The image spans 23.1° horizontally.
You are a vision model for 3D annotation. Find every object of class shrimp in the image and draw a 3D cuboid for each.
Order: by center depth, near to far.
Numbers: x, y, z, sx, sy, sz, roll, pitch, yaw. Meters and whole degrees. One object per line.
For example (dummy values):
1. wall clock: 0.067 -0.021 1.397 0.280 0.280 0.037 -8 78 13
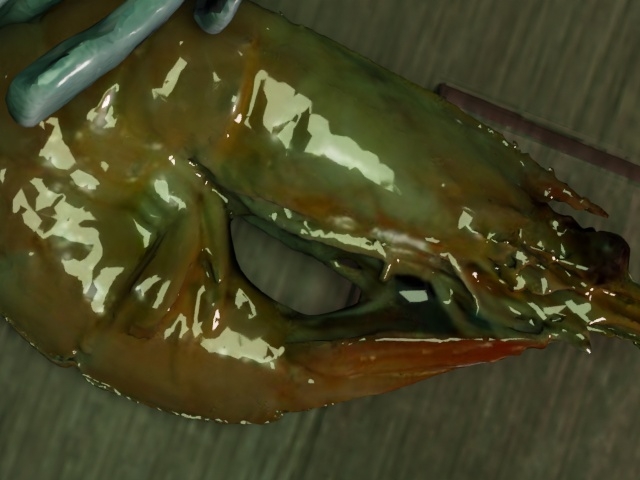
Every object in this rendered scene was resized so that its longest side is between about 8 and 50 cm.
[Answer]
1. shrimp: 0.000 0.000 0.547 0.267 0.061 0.145 17 88 -12

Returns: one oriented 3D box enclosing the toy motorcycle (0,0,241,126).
1. toy motorcycle: -0.101 -0.165 0.488 0.206 0.154 0.260 19 76 -15
